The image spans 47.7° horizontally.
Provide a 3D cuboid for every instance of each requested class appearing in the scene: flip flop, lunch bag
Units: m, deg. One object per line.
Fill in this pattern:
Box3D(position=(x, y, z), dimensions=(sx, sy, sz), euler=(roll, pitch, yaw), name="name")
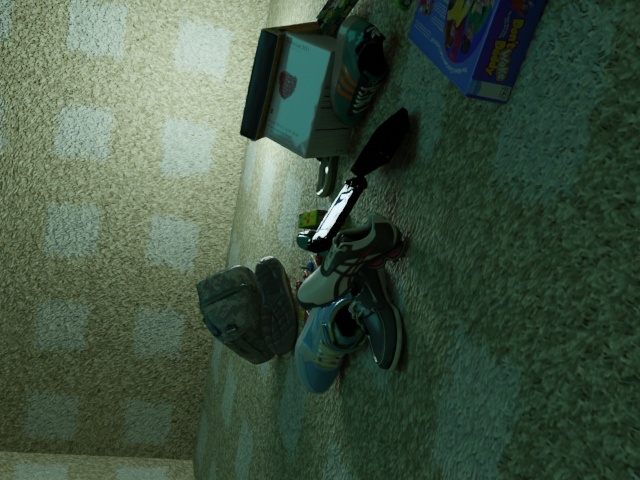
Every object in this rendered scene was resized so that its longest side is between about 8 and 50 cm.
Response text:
Box3D(position=(0.005, -0.265, 2.134), dimensions=(0.112, 0.080, 0.276), euler=(-179, 96, -74), name="flip flop")
Box3D(position=(-0.264, 0.262, 2.434), dimensions=(0.305, 0.213, 0.256), euler=(54, -167, -56), name="lunch bag")

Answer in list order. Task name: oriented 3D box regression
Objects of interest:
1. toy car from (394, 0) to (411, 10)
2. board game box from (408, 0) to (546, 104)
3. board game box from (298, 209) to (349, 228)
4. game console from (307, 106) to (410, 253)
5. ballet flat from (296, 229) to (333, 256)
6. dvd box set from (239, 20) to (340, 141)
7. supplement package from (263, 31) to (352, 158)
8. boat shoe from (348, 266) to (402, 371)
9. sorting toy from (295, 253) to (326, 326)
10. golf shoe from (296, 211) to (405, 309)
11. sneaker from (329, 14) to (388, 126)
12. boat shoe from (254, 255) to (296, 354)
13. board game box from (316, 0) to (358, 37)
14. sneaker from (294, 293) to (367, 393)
Box3D(position=(0.208, -0.631, 1.650), dimensions=(0.225, 0.053, 0.239), euler=(115, 157, -45), name="toy car")
Box3D(position=(0.271, -0.417, 1.288), dimensions=(0.347, 0.078, 0.233), euler=(-108, 30, -57), name="board game box")
Box3D(position=(0.006, -0.054, 2.010), dimensions=(0.181, 0.092, 0.043), euler=(174, 102, -73), name="board game box")
Box3D(position=(0.082, -0.126, 1.618), dimensions=(0.361, 0.044, 0.213), euler=(-59, 8, -11), name="game console")
Box3D(position=(0.000, 0.000, 2.045), dimensions=(0.213, 0.068, 0.072), euler=(14, 120, 64), name="ballet flat")
Box3D(position=(-0.076, -0.477, 2.115), dimensions=(0.420, 0.062, 0.307), euler=(-36, -34, -57), name="dvd box set")
Box3D(position=(-0.010, -0.392, 1.958), dimensions=(0.178, 0.175, 0.292), euler=(32, 119, 34), name="supplement package")
Box3D(position=(0.099, 0.155, 1.577), dimensions=(0.319, 0.099, 0.116), euler=(-101, 25, -49), name="boat shoe")
Box3D(position=(-0.041, 0.135, 2.169), dimensions=(0.132, 0.046, 0.274), euler=(-116, 36, -63), name="sorting toy")
Box3D(position=(0.046, 0.040, 1.555), dimensions=(0.273, 0.120, 0.105), euler=(-36, 36, 8), name="golf shoe")
Box3D(position=(0.101, -0.401, 1.813), dimensions=(0.121, 0.108, 0.302), euler=(39, 146, 33), name="sneaker")
Box3D(position=(-0.131, 0.214, 2.364), dimensions=(0.116, 0.123, 0.324), euler=(43, -142, -68), name="boat shoe")
Box3D(position=(0.081, -0.692, 2.009), dimensions=(0.259, 0.030, 0.136), euler=(-50, 34, 25), name="board game box")
Box3D(position=(0.026, 0.255, 1.741), dimensions=(0.208, 0.127, 0.318), euler=(-127, 46, -70), name="sneaker")
